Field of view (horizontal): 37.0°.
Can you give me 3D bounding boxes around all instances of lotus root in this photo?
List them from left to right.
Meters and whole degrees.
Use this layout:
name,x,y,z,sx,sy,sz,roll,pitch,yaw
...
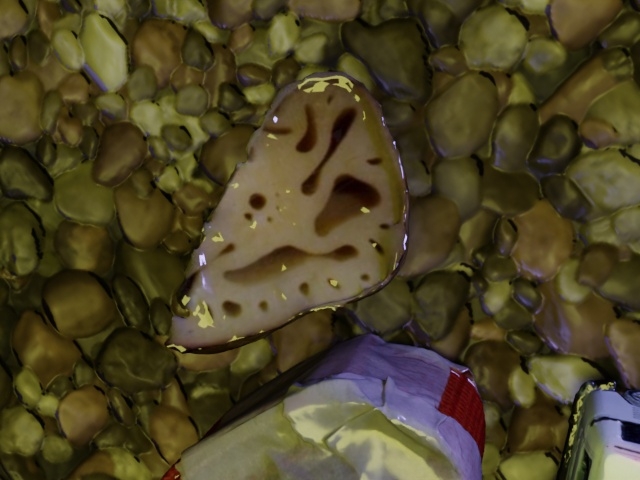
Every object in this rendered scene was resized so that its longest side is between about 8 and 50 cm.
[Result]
name,x,y,z,sx,sy,sz,roll,pitch,yaw
lotus root,-0.002,-0.001,0.503,0.095,0.135,0.159,28,91,8

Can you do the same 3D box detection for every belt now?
name,x,y,z,sx,sy,sz,roll,pitch,yaw
belt,-0.004,0.142,0.527,0.200,0.124,0.128,-32,91,18

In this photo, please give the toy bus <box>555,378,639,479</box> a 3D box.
name,x,y,z,sx,sy,sz,roll,pitch,yaw
toy bus,0.220,0.138,0.483,0.193,0.089,0.087,12,102,12
